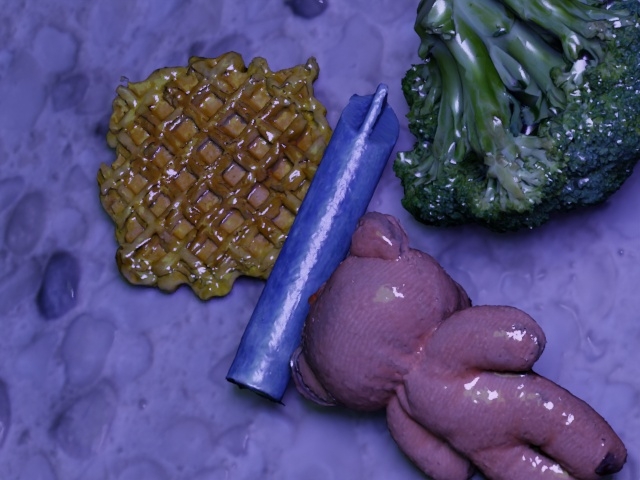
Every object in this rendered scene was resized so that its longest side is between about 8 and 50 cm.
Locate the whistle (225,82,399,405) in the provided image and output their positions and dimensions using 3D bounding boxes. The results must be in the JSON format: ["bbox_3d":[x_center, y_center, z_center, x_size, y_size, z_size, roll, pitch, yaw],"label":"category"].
[{"bbox_3d":[0.000,0.000,1.625,0.062,0.062,0.304,20,81,24],"label":"whistle"}]

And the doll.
[{"bbox_3d":[0.130,0.113,1.538,0.303,0.156,0.201,33,124,7],"label":"doll"}]

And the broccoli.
[{"bbox_3d":[0.175,-0.130,1.539,0.245,0.294,0.265,44,53,-7],"label":"broccoli"}]

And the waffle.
[{"bbox_3d":[-0.099,-0.066,1.718,0.245,0.052,0.254,-9,69,14],"label":"waffle"}]
